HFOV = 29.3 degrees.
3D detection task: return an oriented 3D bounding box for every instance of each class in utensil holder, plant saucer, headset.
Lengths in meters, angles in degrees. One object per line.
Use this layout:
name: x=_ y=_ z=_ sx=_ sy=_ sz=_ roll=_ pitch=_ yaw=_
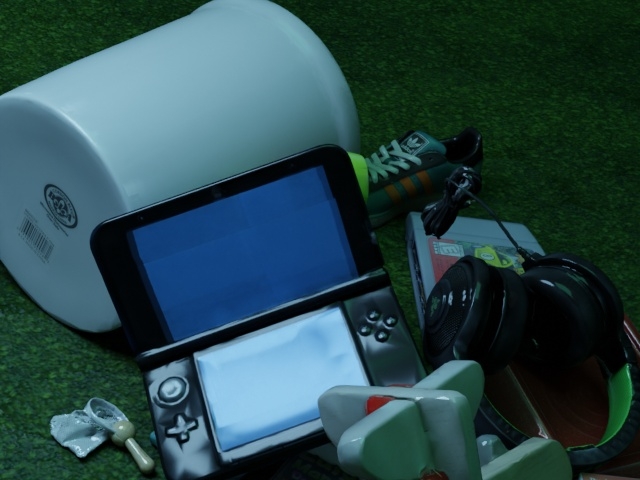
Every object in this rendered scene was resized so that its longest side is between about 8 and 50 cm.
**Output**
utensil holder: x=-0.192 y=-0.102 z=1.535 sx=0.327 sy=0.328 sz=0.385 roll=31 pitch=40 yaw=26
plant saucer: x=0.325 y=0.189 z=1.459 sx=0.258 sy=0.048 sz=0.259 roll=-8 pitch=50 yaw=-25
headset: x=0.214 y=0.094 z=1.414 sx=0.243 sy=0.185 sz=0.394 roll=-2 pitch=61 yaw=-28

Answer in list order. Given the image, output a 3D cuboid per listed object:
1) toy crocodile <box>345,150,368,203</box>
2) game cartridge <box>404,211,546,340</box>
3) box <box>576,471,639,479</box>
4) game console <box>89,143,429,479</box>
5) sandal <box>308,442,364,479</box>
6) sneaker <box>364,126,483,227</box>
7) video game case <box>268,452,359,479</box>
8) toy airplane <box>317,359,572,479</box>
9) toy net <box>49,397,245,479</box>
toy crocodile: x=0.000 y=0.000 z=1.468 sx=0.115 sy=0.340 sz=0.105 roll=6 pitch=68 yaw=0
game cartridge: x=0.224 y=0.063 z=1.655 sx=0.196 sy=0.060 sz=0.294 roll=9 pitch=34 yaw=-10
box: x=0.330 y=0.336 z=1.257 sx=0.130 sy=0.091 sz=0.170 roll=7 pitch=35 yaw=-6
game console: x=-0.064 y=0.079 z=1.267 sx=0.293 sy=0.173 sz=0.250 roll=-20 pitch=50 yaw=-1
sandal: x=0.073 y=0.186 z=1.334 sx=0.416 sy=0.102 sz=0.169 roll=33 pitch=39 yaw=19
sneaker: x=0.112 y=-0.105 z=1.801 sx=0.302 sy=0.121 sz=0.108 roll=-14 pitch=41 yaw=-31
video game case: x=0.044 y=0.282 z=1.314 sx=0.190 sy=0.022 sz=0.173 roll=24 pitch=36 yaw=18
toy airplane: x=0.088 y=0.300 z=1.059 sx=0.386 sy=0.272 sz=0.384 roll=29 pitch=50 yaw=-29
toy net: x=-0.179 y=0.203 z=1.343 sx=0.232 sy=0.045 sz=0.122 roll=13 pitch=35 yaw=3
